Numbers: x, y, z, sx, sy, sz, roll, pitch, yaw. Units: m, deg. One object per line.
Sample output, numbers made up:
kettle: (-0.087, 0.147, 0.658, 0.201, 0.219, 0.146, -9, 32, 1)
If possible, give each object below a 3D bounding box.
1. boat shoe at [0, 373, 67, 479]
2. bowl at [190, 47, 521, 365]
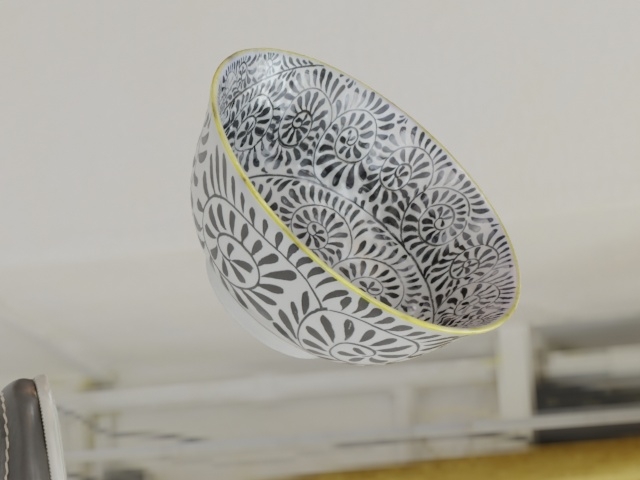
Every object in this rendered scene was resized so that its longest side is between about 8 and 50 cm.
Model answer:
boat shoe: (-0.201, 0.246, 1.133, 0.112, 0.095, 0.335, -133, -137, -68)
bowl: (0.000, 0.000, 0.845, 0.170, 0.080, 0.170, 30, 31, -20)
